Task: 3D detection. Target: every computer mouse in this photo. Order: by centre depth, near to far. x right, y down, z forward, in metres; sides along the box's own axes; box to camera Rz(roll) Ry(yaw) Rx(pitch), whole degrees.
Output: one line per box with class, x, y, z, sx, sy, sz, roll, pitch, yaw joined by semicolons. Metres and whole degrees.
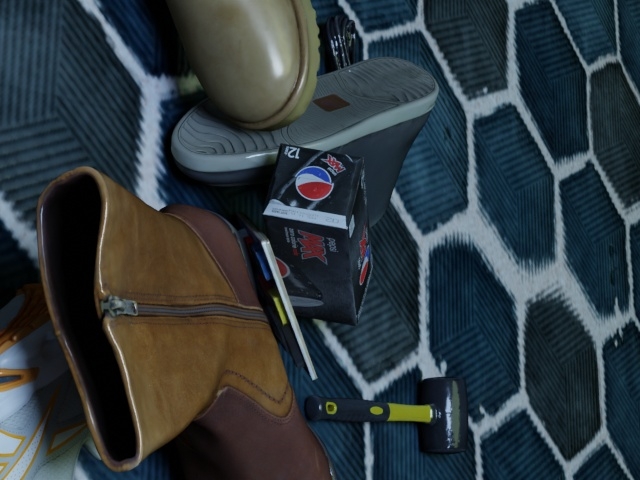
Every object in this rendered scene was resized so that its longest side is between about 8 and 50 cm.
computer mouse;-0.020;-0.131;1.134;0.193;0.042;0.106;11;73;-55

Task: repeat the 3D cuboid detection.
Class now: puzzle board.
puzzle board;-0.032;0.035;1.028;0.128;0.011;0.096;-137;-153;-76

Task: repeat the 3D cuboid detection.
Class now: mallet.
mallet;0.053;0.140;1.181;0.190;0.039;0.062;0;84;-52

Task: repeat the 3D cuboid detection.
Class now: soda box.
soda box;0.000;0.000;1.041;0.169;0.060;0.053;82;20;-64

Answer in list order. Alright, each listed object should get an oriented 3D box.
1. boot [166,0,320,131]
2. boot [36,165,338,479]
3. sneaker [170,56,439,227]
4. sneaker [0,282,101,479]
boot;-0.131;-0.186;0.930;0.269;0.089;0.236;5;62;-54
boot;-0.061;0.097;0.854;0.280;0.096;0.264;20;61;-83
sneaker;-0.012;-0.048;1.091;0.222;0.083;0.118;-17;135;-36
sneaker;-0.180;0.126;0.773;0.262;0.099;0.121;-45;123;-51
